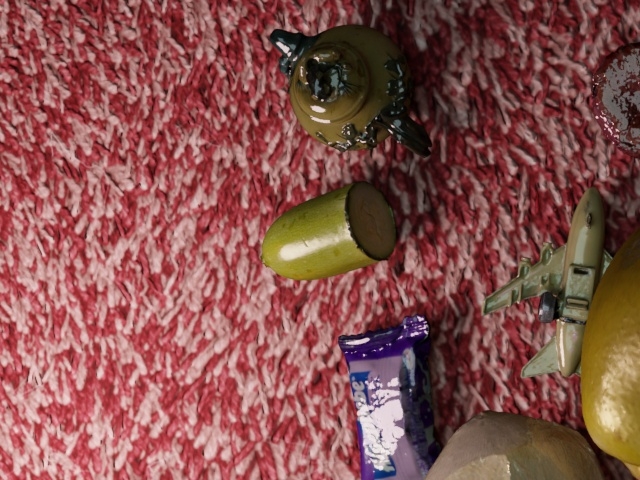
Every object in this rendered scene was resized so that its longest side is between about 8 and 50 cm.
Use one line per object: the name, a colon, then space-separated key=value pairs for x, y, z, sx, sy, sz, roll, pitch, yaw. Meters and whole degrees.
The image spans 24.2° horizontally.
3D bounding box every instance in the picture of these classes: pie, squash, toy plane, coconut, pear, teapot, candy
pie: x=0.416 y=-0.183 z=1.912 sx=0.154 sy=0.038 sz=0.153 roll=1 pitch=91 yaw=26
squash: x=0.000 y=0.000 z=2.077 sx=0.187 sy=0.123 sz=0.123 roll=-21 pitch=80 yaw=28
toy plane: x=0.333 y=0.060 z=1.923 sx=0.242 sy=0.104 sz=0.256 roll=8 pitch=99 yaw=12
coconut: x=0.239 y=0.334 z=1.874 sx=0.245 sy=0.245 sz=0.247 roll=-31 pitch=78 yaw=23
pear: x=0.421 y=0.075 z=1.713 sx=0.191 sy=0.340 sz=0.386 roll=39 pitch=76 yaw=-10
teapot: x=0.038 y=-0.202 z=2.023 sx=0.269 sy=0.182 sz=0.173 roll=42 pitch=106 yaw=20
candy: x=0.103 y=0.243 z=2.045 sx=0.145 sy=0.070 sz=0.275 roll=-10 pitch=88 yaw=33
